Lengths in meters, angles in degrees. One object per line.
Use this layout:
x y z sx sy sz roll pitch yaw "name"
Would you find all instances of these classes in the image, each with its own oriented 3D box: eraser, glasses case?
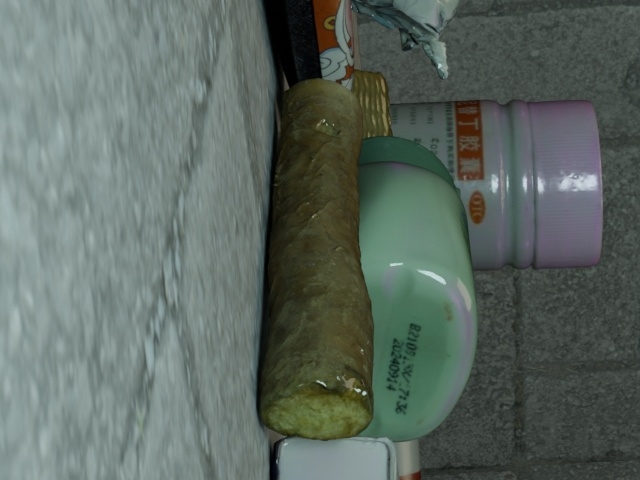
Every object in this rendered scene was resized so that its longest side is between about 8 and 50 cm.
0.022 0.252 1.070 0.287 0.086 0.130 79 10 -60 "eraser"
-0.010 -0.202 1.167 0.267 0.067 0.103 80 1 -54 "glasses case"

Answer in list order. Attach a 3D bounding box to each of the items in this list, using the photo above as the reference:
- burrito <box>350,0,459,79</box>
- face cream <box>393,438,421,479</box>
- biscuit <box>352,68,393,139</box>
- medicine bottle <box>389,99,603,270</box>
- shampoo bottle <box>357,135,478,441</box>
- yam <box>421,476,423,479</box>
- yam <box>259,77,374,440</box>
0.026 -0.343 1.193 0.139 0.101 0.445 27 -41 65 "burrito"
0.056 0.218 1.491 0.096 0.096 0.214 4 83 -86 "face cream"
0.033 -0.054 1.497 0.172 0.029 0.254 -2 87 -61 "biscuit"
0.163 -0.063 1.677 0.202 0.316 0.202 -2 90 -86 "medicine bottle"
0.056 0.018 1.272 0.349 0.151 0.222 -82 180 -65 "shampoo bottle"
0.078 0.303 1.674 0.259 0.106 0.106 64 22 -78 "yam"
0.000 0.000 1.054 0.357 0.081 0.081 -88 173 -48 "yam"
